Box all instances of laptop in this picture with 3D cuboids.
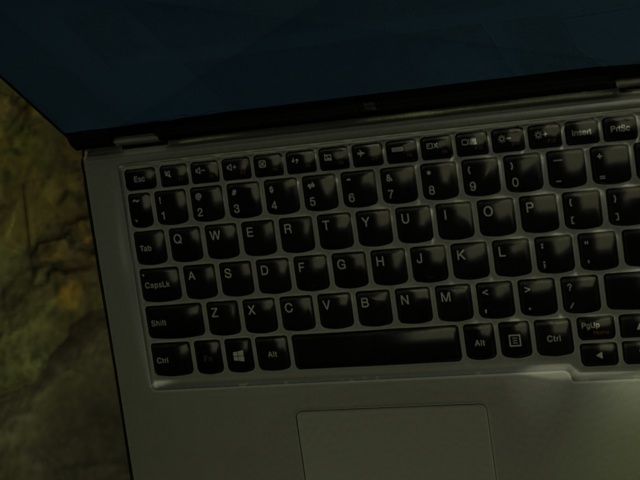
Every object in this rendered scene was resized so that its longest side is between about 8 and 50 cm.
[{"bbox_3d":[0.000,0.000,0.849,0.382,0.236,0.408,-5,98,24],"label":"laptop"}]
